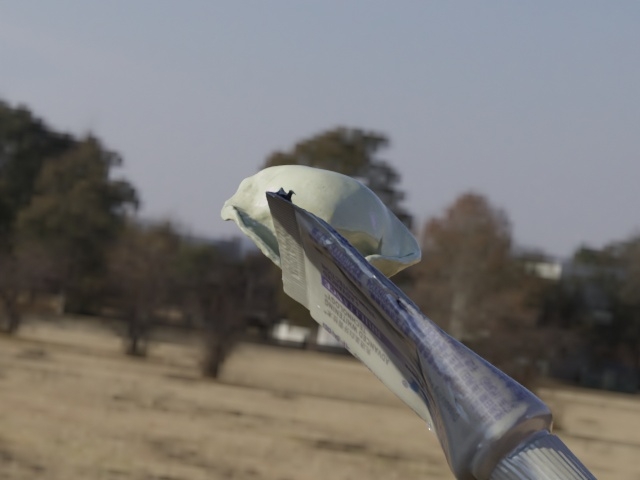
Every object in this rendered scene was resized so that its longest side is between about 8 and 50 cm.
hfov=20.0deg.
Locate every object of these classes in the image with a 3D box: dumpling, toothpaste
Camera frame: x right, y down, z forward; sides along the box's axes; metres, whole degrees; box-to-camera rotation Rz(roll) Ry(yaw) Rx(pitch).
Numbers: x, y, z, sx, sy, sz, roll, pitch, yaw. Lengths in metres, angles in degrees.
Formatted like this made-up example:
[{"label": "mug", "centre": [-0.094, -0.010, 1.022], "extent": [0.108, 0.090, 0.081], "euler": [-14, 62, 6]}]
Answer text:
[{"label": "dumpling", "centre": [0.002, 0.000, 1.598], "extent": [0.169, 0.100, 0.134], "euler": [37, 28, -12]}, {"label": "toothpaste", "centre": [0.063, 0.078, 1.090], "extent": [0.068, 0.099, 0.282], "euler": [-15, 46, -44]}]
